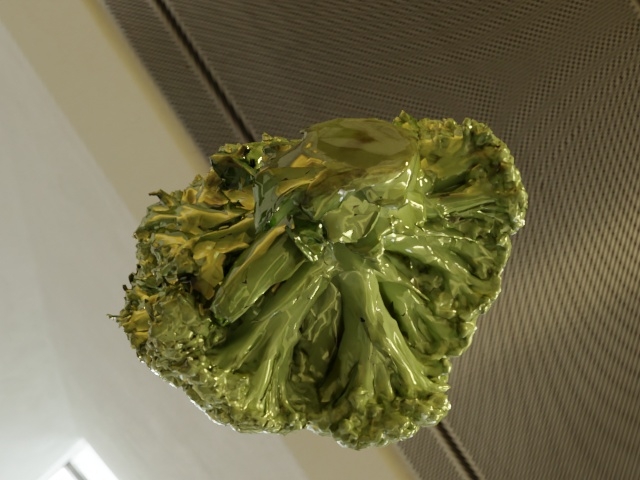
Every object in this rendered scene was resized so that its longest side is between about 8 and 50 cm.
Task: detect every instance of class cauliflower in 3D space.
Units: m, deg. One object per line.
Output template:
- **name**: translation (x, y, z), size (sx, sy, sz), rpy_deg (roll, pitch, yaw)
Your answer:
- **cauliflower**: translation (0.000, 0.000, 0.718), size (0.272, 0.275, 0.250), rpy_deg (16, -30, 5)
